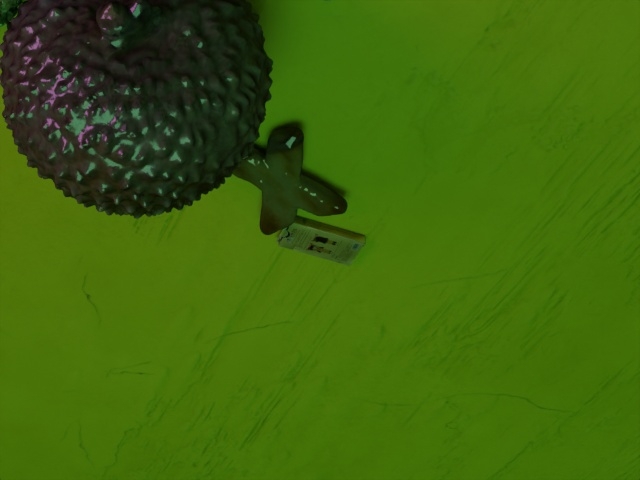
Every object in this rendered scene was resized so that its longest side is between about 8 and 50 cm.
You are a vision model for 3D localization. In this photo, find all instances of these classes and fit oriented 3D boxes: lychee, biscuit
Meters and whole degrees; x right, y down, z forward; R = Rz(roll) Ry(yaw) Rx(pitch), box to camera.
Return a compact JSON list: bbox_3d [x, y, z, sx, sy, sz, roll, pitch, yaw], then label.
[{"bbox_3d":[-0.252,-0.207,1.755,0.380,0.380,0.432,2,155,0],"label":"lychee"},{"bbox_3d":[-0.065,-0.100,2.103,0.164,0.047,0.208,-14,137,19],"label":"biscuit"}]

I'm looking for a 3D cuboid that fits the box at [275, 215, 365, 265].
[{"bbox_3d":[0.000,0.000,2.238,0.149,0.020,0.073,16,138,-16],"label":"box"}]

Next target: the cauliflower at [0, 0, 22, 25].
[{"bbox_3d":[-0.521,-0.355,1.740,0.272,0.275,0.250,-58,156,15],"label":"cauliflower"}]
